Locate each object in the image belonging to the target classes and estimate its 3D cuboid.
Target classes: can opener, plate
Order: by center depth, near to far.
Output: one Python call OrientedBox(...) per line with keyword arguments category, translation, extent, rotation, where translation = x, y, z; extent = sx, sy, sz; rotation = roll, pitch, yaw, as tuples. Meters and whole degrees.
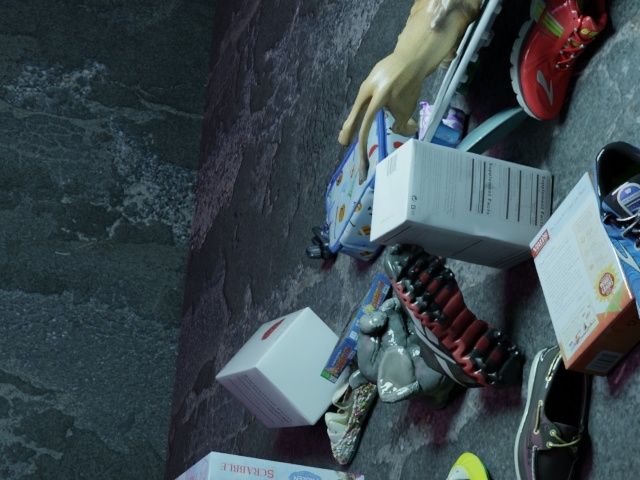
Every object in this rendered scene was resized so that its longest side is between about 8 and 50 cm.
OrientedBox(category="plate", translation=(0.267, -0.169, 1.784), extent=(0.024, 0.188, 0.188), rotation=(55, 147, 8))
OrientedBox(category="can opener", translation=(0.000, 0.000, 2.597), extent=(0.186, 0.073, 0.059), rotation=(-108, 26, -72))

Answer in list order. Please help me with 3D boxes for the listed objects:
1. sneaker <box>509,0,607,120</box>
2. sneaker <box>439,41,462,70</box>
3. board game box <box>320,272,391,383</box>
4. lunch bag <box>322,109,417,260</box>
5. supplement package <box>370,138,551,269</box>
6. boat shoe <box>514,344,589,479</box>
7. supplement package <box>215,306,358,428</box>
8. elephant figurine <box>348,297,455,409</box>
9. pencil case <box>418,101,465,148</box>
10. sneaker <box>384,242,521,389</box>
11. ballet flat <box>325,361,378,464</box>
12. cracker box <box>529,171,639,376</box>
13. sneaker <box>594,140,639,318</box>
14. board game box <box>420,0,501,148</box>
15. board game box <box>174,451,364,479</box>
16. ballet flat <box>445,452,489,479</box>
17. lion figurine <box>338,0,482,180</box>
OrientedBox(category="sneaker", translation=(0.372, -0.315, 1.667), extent=(0.118, 0.107, 0.279), rotation=(27, 112, 51))
OrientedBox(category="sneaker", translation=(0.251, -0.422, 2.123), extent=(0.071, 0.066, 0.188), rotation=(140, 138, -59))
OrientedBox(category="board game box", translation=(0.072, 0.173, 2.184), extent=(0.136, 0.035, 0.201), rotation=(-59, 1, 44))
OrientedBox(category="lunch bag", translation=(0.099, -0.118, 2.305), extent=(0.303, 0.115, 0.243), rotation=(122, 155, -43))
OrientedBox(category="supplement package", translation=(0.218, -0.052, 1.709), extent=(0.139, 0.244, 0.133), rotation=(147, 132, -64))
OrientedBox(category="boat shoe", translation=(0.317, 0.251, 1.490), extent=(0.069, 0.081, 0.227), rotation=(139, 142, -67))
OrientedBox(category="supplement package", translation=(-0.070, 0.277, 2.346), extent=(0.177, 0.175, 0.293), rotation=(-48, 8, -23))
OrientedBox(category="elephant figurine", translation=(0.164, 0.216, 1.870), extent=(0.239, 0.169, 0.186), rotation=(47, 154, 49))
OrientedBox(category="pencil case", translation=(0.211, -0.154, 2.038), extent=(0.086, 0.088, 0.206), rotation=(172, 108, -66))
OrientedBox(category="sneaker", translation=(0.182, 0.127, 1.703), extent=(0.097, 0.276, 0.135), rotation=(-43, 3, -32))
OrientedBox(category="ballet flat", translation=(0.053, 0.338, 2.201), extent=(0.091, 0.077, 0.241), rotation=(-122, 47, -61))
OrientedBox(category="cracker box", translation=(0.372, 0.044, 1.487), extent=(0.232, 0.067, 0.155), rotation=(-97, 27, -42))
OrientedBox(category="sneaker", translation=(0.389, 0.003, 1.285), extent=(0.130, 0.147, 0.330), rotation=(-35, 36, 16))
OrientedBox(category="board game box", translation=(0.279, -0.355, 1.818), extent=(0.390, 0.050, 0.390), rotation=(-64, -2, -59))
OrientedBox(category="board game box", translation=(-0.119, 0.512, 2.215), extent=(0.318, 0.319, 0.066), rotation=(136, 142, -57))
OrientedBox(category="ballet flat", translation=(0.226, 0.395, 1.666), extent=(0.231, 0.077, 0.077), rotation=(-115, 40, -61))
OrientedBox(category="lion figurine", translation=(0.151, -0.299, 1.737), extent=(0.240, 0.142, 0.392), rotation=(107, -175, -70))
